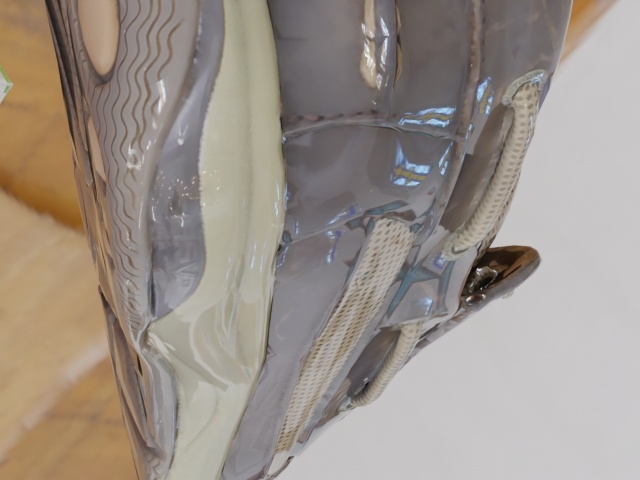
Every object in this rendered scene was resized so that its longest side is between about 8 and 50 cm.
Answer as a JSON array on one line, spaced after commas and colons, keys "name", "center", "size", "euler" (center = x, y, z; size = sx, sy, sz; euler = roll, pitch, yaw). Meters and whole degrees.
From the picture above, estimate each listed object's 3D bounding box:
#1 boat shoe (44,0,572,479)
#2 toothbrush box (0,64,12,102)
[{"name": "boat shoe", "center": [0.000, 0.000, 0.541], "size": [0.130, 0.132, 0.355], "euler": [-11, 165, -7]}, {"name": "toothbrush box", "center": [-0.360, -0.164, 1.248], "size": [0.206, 0.283, 0.122], "euler": [16, 118, -42]}]
